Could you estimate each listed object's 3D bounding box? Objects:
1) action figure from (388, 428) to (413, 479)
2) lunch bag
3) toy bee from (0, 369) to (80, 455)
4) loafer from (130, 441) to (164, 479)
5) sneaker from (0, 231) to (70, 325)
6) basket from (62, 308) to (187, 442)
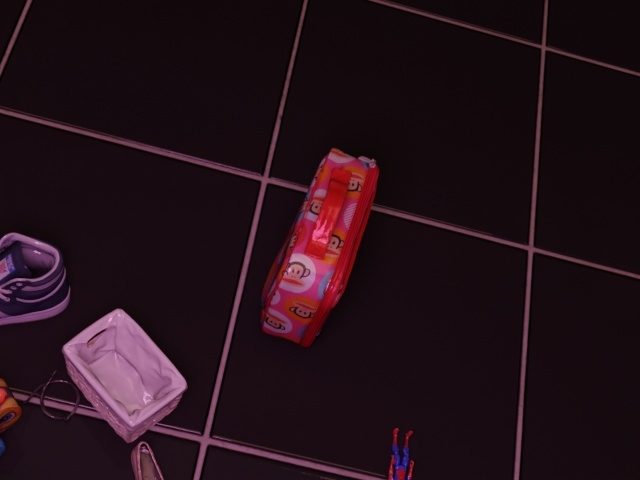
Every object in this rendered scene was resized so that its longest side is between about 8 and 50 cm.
[{"bbox_3d":[0.125,0.351,1.722,0.038,0.030,0.115,13,59,-12],"label":"action figure"},{"bbox_3d":[0.000,0.000,1.763,0.120,0.258,0.293,21,57,-1],"label":"lunch bag"},{"bbox_3d":[-0.494,0.243,1.548,0.195,0.162,0.298,34,58,9],"label":"toy bee"},{"bbox_3d":[-0.249,0.355,1.614,0.045,0.039,0.125,-14,64,-22],"label":"loafer"},{"bbox_3d":[-0.513,0.077,1.646,0.282,0.153,0.099,-16,64,-22],"label":"sneaker"},{"bbox_3d":[-0.295,0.207,1.654,0.113,0.103,0.167,-36,73,-29],"label":"basket"}]
